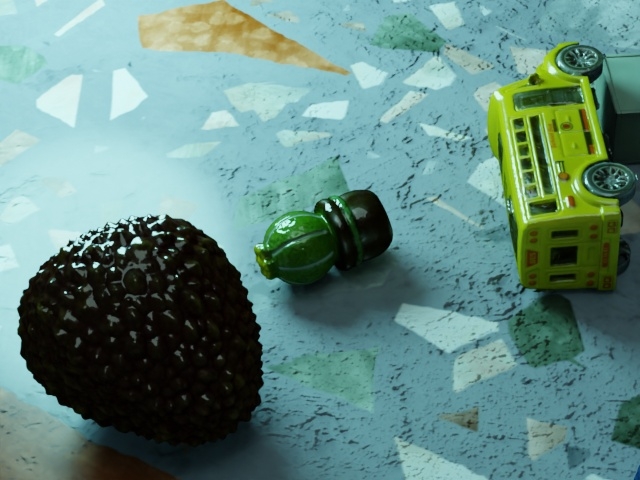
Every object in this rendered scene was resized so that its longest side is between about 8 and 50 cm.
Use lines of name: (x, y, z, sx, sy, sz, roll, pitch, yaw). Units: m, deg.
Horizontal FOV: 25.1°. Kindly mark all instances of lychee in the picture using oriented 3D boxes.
lychee: (-0.176, 0.104, 1.527, 0.271, 0.271, 0.271, -3, 43, 2)

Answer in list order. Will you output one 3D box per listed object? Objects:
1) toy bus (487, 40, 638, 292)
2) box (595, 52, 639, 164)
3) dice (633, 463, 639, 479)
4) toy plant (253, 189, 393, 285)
toy bus: (0.288, -0.095, 1.752, 0.152, 0.144, 0.330, -5, 45, 3)
box: (0.481, -0.177, 1.863, 0.225, 0.086, 0.129, -4, 42, 1)
dice: (0.390, 0.236, 1.386, 0.146, 0.146, 0.143, 27, 53, 29)
toy plant: (0.000, 0.000, 1.716, 0.162, 0.093, 0.093, -23, 46, -14)
